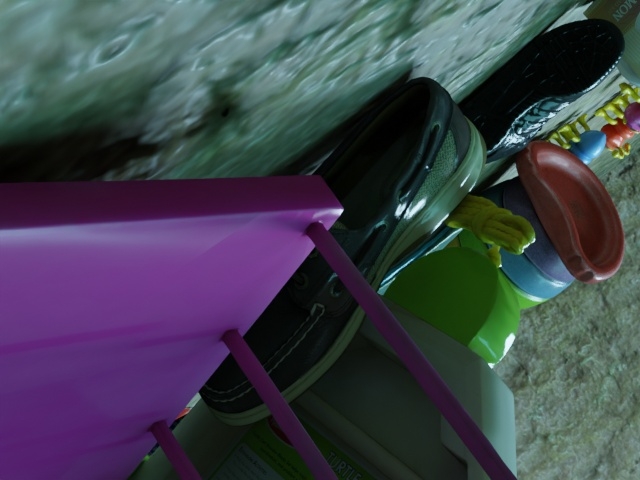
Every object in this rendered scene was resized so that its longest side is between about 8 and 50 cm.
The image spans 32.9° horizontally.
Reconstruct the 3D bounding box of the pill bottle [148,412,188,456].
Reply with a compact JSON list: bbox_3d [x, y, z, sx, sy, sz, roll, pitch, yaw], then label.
[{"bbox_3d":[-0.090,0.230,1.026,0.264,0.153,0.153,-27,168,-15],"label":"pill bottle"}]

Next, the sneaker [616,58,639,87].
[{"bbox_3d":[0.380,-0.222,0.955,0.256,0.094,0.151,-34,169,21],"label":"sneaker"}]

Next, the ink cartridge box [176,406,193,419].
[{"bbox_3d":[-0.182,0.244,1.199,0.145,0.045,0.179,-39,173,-3],"label":"ink cartridge box"}]

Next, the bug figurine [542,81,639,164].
[{"bbox_3d":[0.392,-0.156,1.368,0.216,0.072,0.279,-40,172,39],"label":"bug figurine"}]

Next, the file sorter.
[{"bbox_3d":[-0.095,0.142,0.395,0.202,0.182,0.291,-6,143,-49],"label":"file sorter"}]

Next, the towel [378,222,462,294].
[{"bbox_3d":[0.003,0.094,1.214,0.271,0.040,0.370,-34,172,-21],"label":"towel"}]

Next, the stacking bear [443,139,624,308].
[{"bbox_3d":[0.207,0.023,1.327,0.289,0.175,0.164,-33,166,35],"label":"stacking bear"}]

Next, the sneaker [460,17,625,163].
[{"bbox_3d":[0.145,-0.099,0.796,0.170,0.051,0.089,-36,172,13],"label":"sneaker"}]

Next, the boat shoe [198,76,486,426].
[{"bbox_3d":[0.001,0.000,0.603,0.223,0.080,0.073,-48,135,-8],"label":"boat shoe"}]

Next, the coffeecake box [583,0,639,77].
[{"bbox_3d":[0.295,-0.205,0.786,0.185,0.068,0.142,-29,166,-48],"label":"coffeecake box"}]

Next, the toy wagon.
[{"bbox_3d":[0.008,0.125,0.597,0.344,0.068,0.267,-49,-144,-9],"label":"toy wagon"}]
